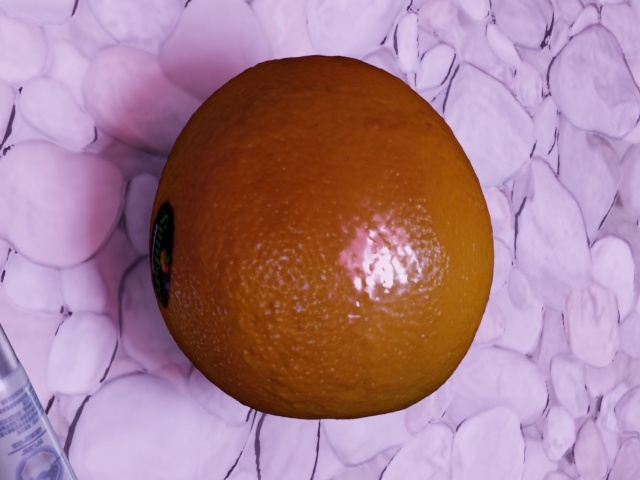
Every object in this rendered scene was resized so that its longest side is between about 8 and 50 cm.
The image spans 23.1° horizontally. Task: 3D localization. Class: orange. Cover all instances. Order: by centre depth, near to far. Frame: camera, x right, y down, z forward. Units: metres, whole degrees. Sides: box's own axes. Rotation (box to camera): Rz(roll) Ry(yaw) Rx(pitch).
[{"bbox_3d":[0.000,0.000,0.860,0.206,0.206,0.206,-2,92,-43],"label":"orange"}]

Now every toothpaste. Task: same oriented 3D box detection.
[{"bbox_3d":[-0.142,0.149,0.832,0.062,0.039,0.239,-35,116,-32],"label":"toothpaste"}]
